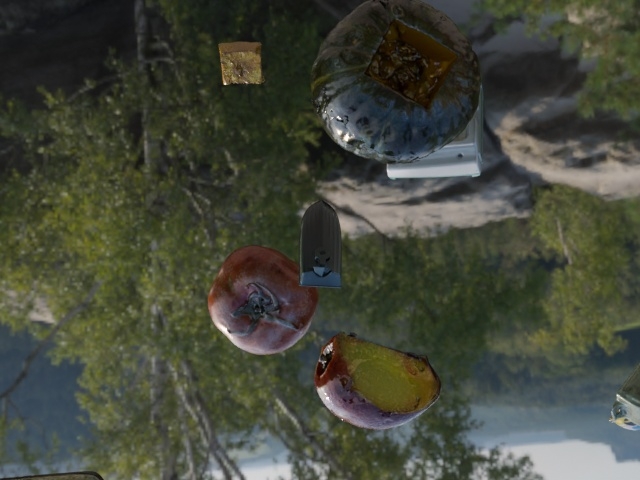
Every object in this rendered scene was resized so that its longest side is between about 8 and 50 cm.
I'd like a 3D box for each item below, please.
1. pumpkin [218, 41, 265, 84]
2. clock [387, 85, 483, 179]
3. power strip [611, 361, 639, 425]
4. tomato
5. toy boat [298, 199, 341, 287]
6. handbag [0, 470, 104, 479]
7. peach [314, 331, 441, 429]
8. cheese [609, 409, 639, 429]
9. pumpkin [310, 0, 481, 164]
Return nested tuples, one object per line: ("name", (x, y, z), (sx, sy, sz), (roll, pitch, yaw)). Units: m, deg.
("pumpkin", (-0.146, -0.331, 1.398), (0.083, 0.054, 0.074), (-2, 128, -4))
("clock", (0.274, -0.288, 1.817), (0.231, 0.262, 0.116), (-1, 162, 16))
("power strip", (0.503, 0.152, 1.046), (0.052, 0.272, 0.078), (30, 161, 43))
("tomato", (-0.119, 0.124, 1.576), (0.232, 0.232, 0.188), (-7, -169, 10))
("toy boat", (0.000, 0.000, 0.967), (0.055, 0.141, 0.060), (3, 140, -4))
("handbag", (-0.338, 0.455, 0.832), (0.237, 0.358, 0.160), (-10, -174, 24))
("peach", (0.109, 0.298, 1.503), (0.267, 0.158, 0.154), (18, 149, -29))
("cheese", (0.684, 0.328, 1.512), (0.250, 0.064, 0.156), (-10, 157, -30))
("pumpkin", (0.140, -0.290, 1.374), (0.321, 0.320, 0.192), (-2, 175, -12))
